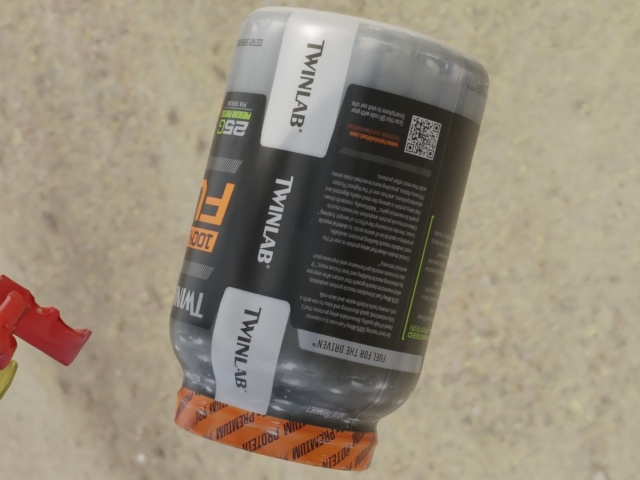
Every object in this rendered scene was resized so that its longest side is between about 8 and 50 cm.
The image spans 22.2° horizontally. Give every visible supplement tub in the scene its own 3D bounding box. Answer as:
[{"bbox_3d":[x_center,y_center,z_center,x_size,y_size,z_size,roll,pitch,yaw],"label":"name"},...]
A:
[{"bbox_3d":[0.000,0.000,0.729,0.117,0.117,0.190,11,87,57],"label":"supplement tub"}]

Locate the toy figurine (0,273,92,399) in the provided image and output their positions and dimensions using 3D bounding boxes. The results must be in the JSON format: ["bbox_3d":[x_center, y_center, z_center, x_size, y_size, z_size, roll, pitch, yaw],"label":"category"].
[{"bbox_3d":[-0.128,0.223,0.608,0.217,0.362,0.191,33,-179,-8],"label":"toy figurine"}]
